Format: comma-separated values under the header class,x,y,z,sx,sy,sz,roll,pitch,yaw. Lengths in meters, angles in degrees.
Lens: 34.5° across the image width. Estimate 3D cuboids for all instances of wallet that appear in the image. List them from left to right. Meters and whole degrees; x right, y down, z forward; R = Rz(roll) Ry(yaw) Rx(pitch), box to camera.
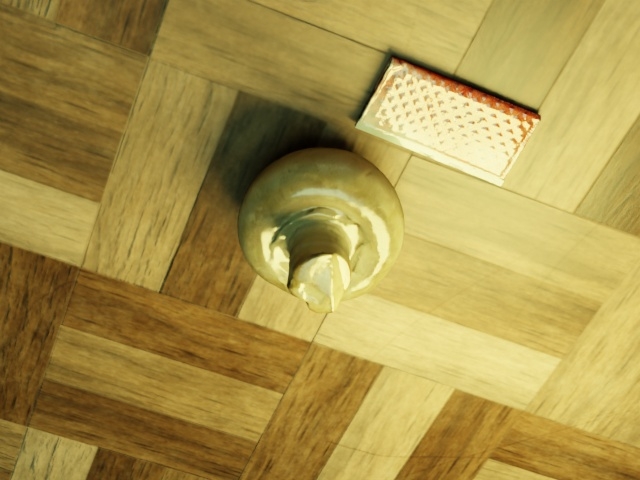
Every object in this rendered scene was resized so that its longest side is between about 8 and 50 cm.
class,x,y,z,sx,sy,sz,roll,pitch,yaw
wallet,0.150,-0.139,1.209,0.196,0.020,0.103,20,126,-11

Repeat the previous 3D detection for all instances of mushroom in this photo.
class,x,y,z,sx,sy,sz,roll,pitch,yaw
mushroom,0.000,0.000,1.209,0.204,0.204,0.204,1,126,2
